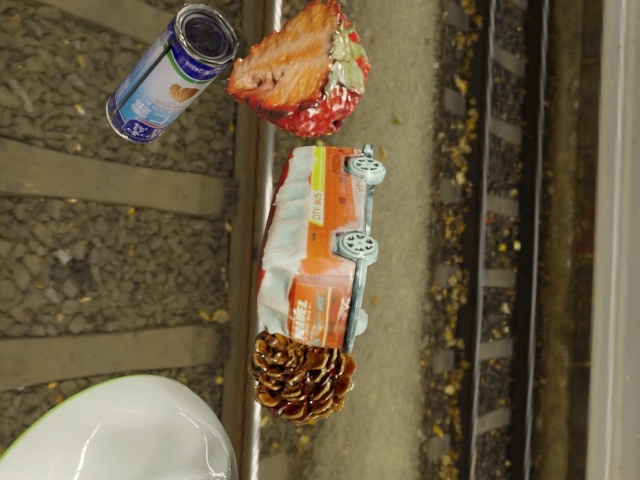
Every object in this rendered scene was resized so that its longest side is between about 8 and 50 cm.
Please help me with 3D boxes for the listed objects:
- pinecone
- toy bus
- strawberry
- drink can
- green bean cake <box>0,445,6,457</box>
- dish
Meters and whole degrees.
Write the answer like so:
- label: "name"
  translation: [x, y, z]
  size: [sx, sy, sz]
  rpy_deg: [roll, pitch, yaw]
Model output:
- label: "pinecone"
  translation: [-0.031, 0.183, 1.108]
  size: [0.174, 0.174, 0.173]
  rpy_deg: [-5, 96, -59]
- label: "toy bus"
  translation: [0.000, 0.000, 0.813]
  size: [0.265, 0.120, 0.121]
  rpy_deg: [-82, -179, -54]
- label: "strawberry"
  translation: [-0.028, -0.282, 1.428]
  size: [0.150, 0.280, 0.253]
  rpy_deg: [31, 40, -44]
- label: "drink can"
  translation: [-0.213, -0.228, 1.077]
  size: [0.097, 0.235, 0.097]
  rpy_deg: [18, 58, -32]
- label: "green bean cake"
  translation: [-0.404, 0.297, 0.705]
  size: [0.230, 0.131, 0.224]
  rpy_deg: [-8, 121, -51]
- label: "dish"
  translation: [-0.181, 0.305, 0.749]
  size: [0.324, 0.124, 0.324]
  rpy_deg: [-26, 124, -45]
